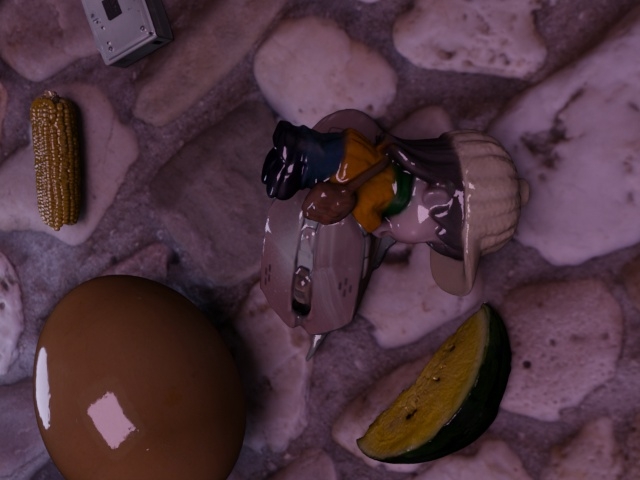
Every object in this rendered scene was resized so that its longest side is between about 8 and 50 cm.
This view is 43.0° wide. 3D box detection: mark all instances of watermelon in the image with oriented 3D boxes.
[{"bbox_3d":[0.170,0.227,1.145,0.301,0.123,0.129,-53,54,18],"label":"watermelon"}]

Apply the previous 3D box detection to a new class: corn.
[{"bbox_3d":[-0.447,-0.136,1.378,0.080,0.080,0.238,0,99,24],"label":"corn"}]

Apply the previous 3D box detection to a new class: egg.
[{"bbox_3d":[-0.274,0.230,1.225,0.301,0.301,0.373,-36,73,23],"label":"egg"}]

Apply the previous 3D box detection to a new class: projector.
[{"bbox_3d":[-0.317,-0.368,1.302,0.115,0.061,0.147,-22,86,26],"label":"projector"}]

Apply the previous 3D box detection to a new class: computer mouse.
[{"bbox_3d":[-0.003,-0.001,1.181,0.200,0.115,0.388,18,103,24],"label":"computer mouse"}]

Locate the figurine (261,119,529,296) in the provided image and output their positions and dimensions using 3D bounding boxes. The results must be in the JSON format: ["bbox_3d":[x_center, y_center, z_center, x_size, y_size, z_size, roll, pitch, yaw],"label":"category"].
[{"bbox_3d":[0.104,-0.080,1.029,0.332,0.185,0.204,29,104,-17],"label":"figurine"}]
